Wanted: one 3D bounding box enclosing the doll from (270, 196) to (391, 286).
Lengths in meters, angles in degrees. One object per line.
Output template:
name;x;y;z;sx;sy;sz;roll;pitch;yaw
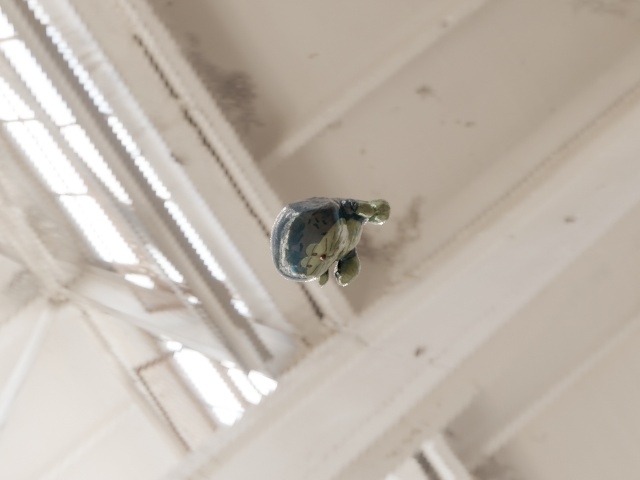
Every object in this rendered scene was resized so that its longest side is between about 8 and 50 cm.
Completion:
doll;0.000;0.000;1.146;0.083;0.050;0.076;-13;-47;-51
